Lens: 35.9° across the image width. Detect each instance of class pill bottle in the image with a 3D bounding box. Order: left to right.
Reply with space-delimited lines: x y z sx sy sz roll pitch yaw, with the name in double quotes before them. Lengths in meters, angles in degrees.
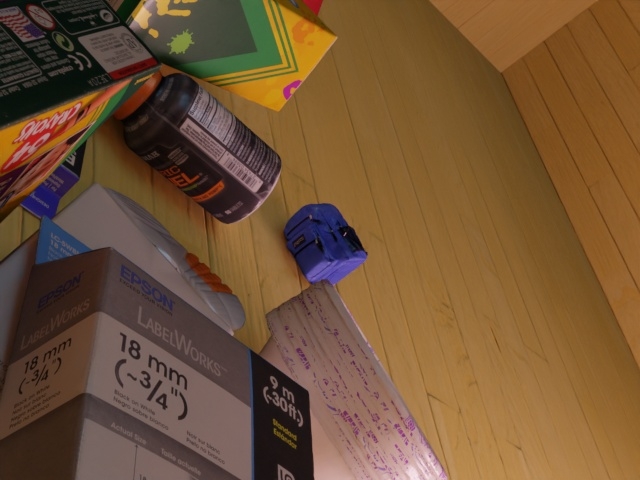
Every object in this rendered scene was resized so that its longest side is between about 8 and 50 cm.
"pill bottle" -0.180 -0.142 1.367 0.246 0.130 0.130 40 27 -28

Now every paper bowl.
"paper bowl" 0.021 0.200 1.189 0.284 0.148 0.284 58 -1 2

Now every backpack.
"backpack" 0.000 0.000 1.550 0.101 0.098 0.120 1 58 -57

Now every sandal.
"sandal" -0.192 0.039 1.187 0.265 0.076 0.102 42 7 29

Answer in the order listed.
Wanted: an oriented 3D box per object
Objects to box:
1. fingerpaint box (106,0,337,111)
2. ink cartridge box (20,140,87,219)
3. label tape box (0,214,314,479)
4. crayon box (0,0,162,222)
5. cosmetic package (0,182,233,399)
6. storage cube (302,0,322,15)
"fingerpaint box" -0.239 -0.427 1.480 0.445 0.163 0.371 50 19 29
"ink cartridge box" -0.364 -0.146 1.140 0.206 0.045 0.208 38 29 -32
"label tape box" -0.118 0.128 0.773 0.240 0.106 0.333 41 28 -34
"crayon box" -0.320 -0.037 0.735 0.106 0.313 0.363 49 24 -4
"cosmetic package" -0.244 0.128 0.859 0.217 0.156 0.385 50 23 -9
"storage cube" -0.106 -0.484 1.754 0.215 0.193 0.184 9 17 -45
